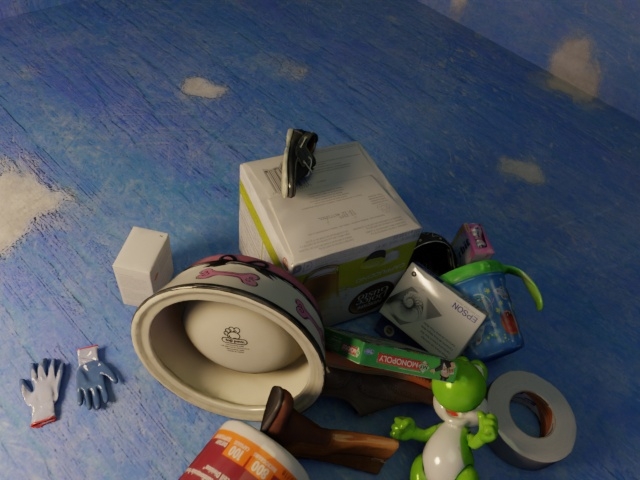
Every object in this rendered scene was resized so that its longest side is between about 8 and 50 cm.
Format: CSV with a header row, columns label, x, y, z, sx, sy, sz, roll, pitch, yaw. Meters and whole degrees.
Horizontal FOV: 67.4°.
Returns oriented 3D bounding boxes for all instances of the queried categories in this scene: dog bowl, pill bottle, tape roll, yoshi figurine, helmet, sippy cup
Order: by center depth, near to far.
label,x,y,z,sx,sy,sz,roll,pitch,yaw
pill bottle,-0.206,0.540,0.835,0.224,0.224,0.392,31,52,14
yoshi figurine,0.268,0.403,1.004,0.204,0.203,0.362,22,65,-4
dog bowl,-0.174,0.202,1.020,0.408,0.408,0.150,16,39,2
tape roll,0.496,0.432,1.162,0.219,0.072,0.219,5,51,-6
sippy cup,0.403,0.200,1.248,0.240,0.305,0.224,8,55,-45
helmet,0.306,0.059,1.361,0.169,0.169,0.161,-16,73,-22

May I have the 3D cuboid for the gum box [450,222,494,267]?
label,x,y,z,sx,sy,sz,roll,pitch,yaw
gum box,0.422,0.043,1.386,0.062,0.188,0.107,-1,52,-12

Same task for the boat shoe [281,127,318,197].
label,x,y,z,sx,sy,sz,roll,pitch,yaw
boat shoe,-0.049,-0.184,1.113,0.079,0.084,0.233,8,45,-1

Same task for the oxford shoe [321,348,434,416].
label,x,y,z,sx,sy,sz,roll,pitch,yaw
oxford shoe,0.137,0.355,1.148,0.364,0.130,0.132,17,82,-6

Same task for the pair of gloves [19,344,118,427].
label,x,y,z,sx,sy,sz,roll,pitch,yaw
pair of gloves,-0.562,0.320,1.076,0.198,0.023,0.159,-13,57,-19

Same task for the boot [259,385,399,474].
label,x,y,z,sx,sy,sz,roll,pitch,yaw
boot,0.018,0.400,0.970,0.280,0.264,0.096,13,41,1

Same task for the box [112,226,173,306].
label,x,y,z,sx,sy,sz,roll,pitch,yaw
box,-0.439,0.072,1.205,0.091,0.170,0.130,12,49,-1

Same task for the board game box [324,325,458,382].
label,x,y,z,sx,sy,sz,roll,pitch,yaw
board game box,0.122,0.242,1.066,0.214,0.317,0.046,16,82,-17

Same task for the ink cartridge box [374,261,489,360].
label,x,y,z,sx,sy,sz,roll,pitch,yaw
ink cartridge box,0.260,0.204,1.190,0.223,0.224,0.045,37,19,26

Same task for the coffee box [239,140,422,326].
label,x,y,z,sx,sy,sz,roll,pitch,yaw
coffee box,0.000,0.000,1.240,0.338,0.334,0.338,-15,53,-21
